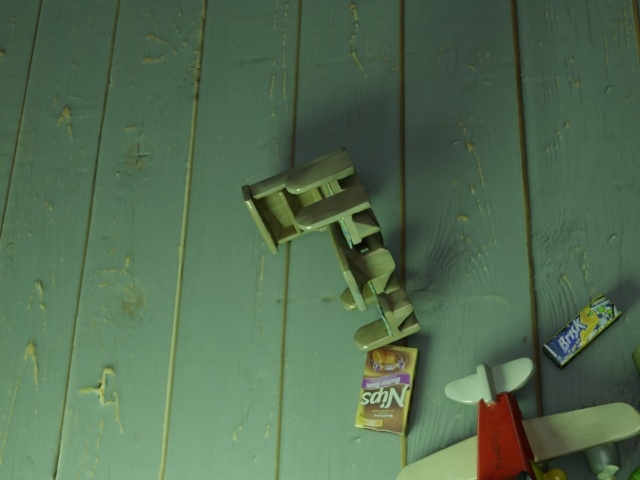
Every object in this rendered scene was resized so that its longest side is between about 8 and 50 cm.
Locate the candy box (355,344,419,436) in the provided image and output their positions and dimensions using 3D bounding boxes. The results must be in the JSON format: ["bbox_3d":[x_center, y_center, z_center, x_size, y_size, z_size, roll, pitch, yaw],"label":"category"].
[{"bbox_3d":[0.145,0.318,1.760,0.109,0.053,0.186,6,72,15],"label":"candy box"}]

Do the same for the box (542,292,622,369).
[{"bbox_3d":[0.543,0.190,1.707,0.169,0.054,0.059,-40,66,-4],"label":"box"}]

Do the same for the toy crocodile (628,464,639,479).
[{"bbox_3d":[0.732,0.528,1.509,0.341,0.105,0.115,25,119,21],"label":"toy crocodile"}]

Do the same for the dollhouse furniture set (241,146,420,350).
[{"bbox_3d":[0.000,0.000,1.765,0.257,0.362,0.394,-23,38,4],"label":"dollhouse furniture set"}]

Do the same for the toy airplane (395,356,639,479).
[{"bbox_3d":[0.372,0.423,1.578,0.384,0.272,0.386,-47,29,-17],"label":"toy airplane"}]

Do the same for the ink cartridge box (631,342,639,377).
[{"bbox_3d":[0.674,0.270,1.545,0.088,0.234,0.193,-16,67,8],"label":"ink cartridge box"}]
